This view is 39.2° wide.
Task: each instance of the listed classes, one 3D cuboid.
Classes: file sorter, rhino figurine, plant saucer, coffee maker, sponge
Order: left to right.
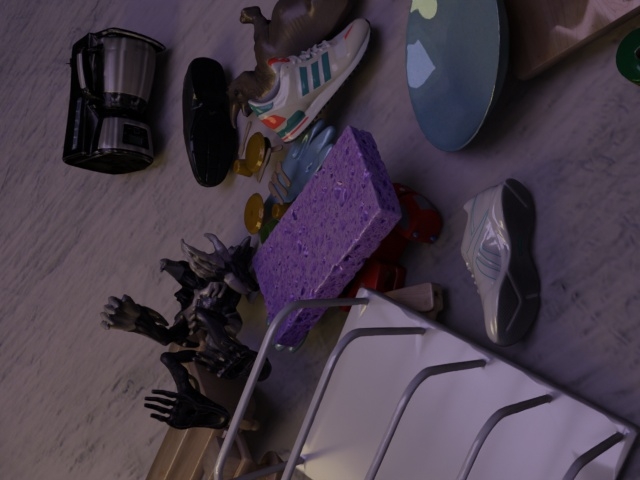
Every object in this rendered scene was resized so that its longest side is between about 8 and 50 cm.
[{"bbox_3d":[-0.293,-0.184,1.253,0.171,0.120,0.178,164,111,-65],"label":"coffee maker"},{"bbox_3d":[-0.045,-0.227,1.040,0.106,0.073,0.243,50,119,28],"label":"rhino figurine"},{"bbox_3d":[0.000,0.000,0.890,0.210,0.031,0.117,-52,40,36],"label":"sponge"},{"bbox_3d":[0.077,0.182,0.743,0.278,0.173,0.192,27,101,30],"label":"file sorter"},{"bbox_3d":[0.135,-0.182,0.850,0.195,0.037,0.195,176,90,-73],"label":"plant saucer"}]

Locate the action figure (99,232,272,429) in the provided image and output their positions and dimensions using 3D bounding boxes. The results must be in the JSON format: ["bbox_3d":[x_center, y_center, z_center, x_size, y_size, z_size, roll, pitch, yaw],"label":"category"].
[{"bbox_3d":[-0.138,0.071,0.969,0.164,0.141,0.275,-46,28,11],"label":"action figure"}]

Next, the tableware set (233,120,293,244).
[{"bbox_3d":[-0.064,-0.060,1.026,0.154,0.024,0.104,55,132,49],"label":"tableware set"}]

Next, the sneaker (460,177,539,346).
[{"bbox_3d":[0.161,0.023,0.821,0.061,0.054,0.152,-17,65,50],"label":"sneaker"}]

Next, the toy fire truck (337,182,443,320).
[{"bbox_3d":[0.076,0.054,0.891,0.135,0.047,0.192,40,110,40],"label":"toy fire truck"}]

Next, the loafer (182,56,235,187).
[{"bbox_3d":[-0.145,-0.143,1.138,0.061,0.062,0.170,146,125,-60],"label":"loafer"}]

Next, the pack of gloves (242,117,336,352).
[{"bbox_3d":[-0.009,-0.003,0.981,0.232,0.046,0.195,-61,36,26],"label":"pack of gloves"}]

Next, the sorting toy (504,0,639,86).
[{"bbox_3d":[0.222,-0.234,0.806,0.132,0.046,0.274,-29,62,37],"label":"sorting toy"}]

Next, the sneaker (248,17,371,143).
[{"bbox_3d":[-0.013,-0.187,0.976,0.161,0.075,0.057,-51,17,9],"label":"sneaker"}]

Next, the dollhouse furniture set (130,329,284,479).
[{"bbox_3d":[-0.113,0.320,1.019,0.303,0.174,0.355,-64,24,13],"label":"dollhouse furniture set"}]
